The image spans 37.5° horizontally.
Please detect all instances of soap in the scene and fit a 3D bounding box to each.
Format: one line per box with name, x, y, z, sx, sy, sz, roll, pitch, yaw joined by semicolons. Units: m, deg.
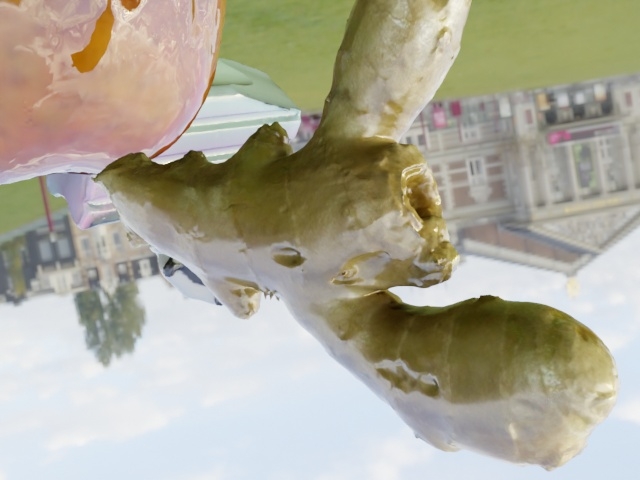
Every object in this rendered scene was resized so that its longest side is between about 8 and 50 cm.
soap;-0.186;-0.141;1.260;0.324;0.192;0.109;-13;-132;-39

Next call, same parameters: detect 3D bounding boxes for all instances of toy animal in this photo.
toy animal;-0.182;0.007;1.581;0.208;0.204;0.156;30;165;-13

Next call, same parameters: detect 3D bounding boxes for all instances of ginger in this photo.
ginger;0.014;0.011;0.691;0.348;0.362;0.122;-25;175;35

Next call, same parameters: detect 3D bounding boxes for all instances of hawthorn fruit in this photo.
hawthorn fruit;-0.301;-0.288;0.945;0.472;0.471;0.472;-10;-174;1
